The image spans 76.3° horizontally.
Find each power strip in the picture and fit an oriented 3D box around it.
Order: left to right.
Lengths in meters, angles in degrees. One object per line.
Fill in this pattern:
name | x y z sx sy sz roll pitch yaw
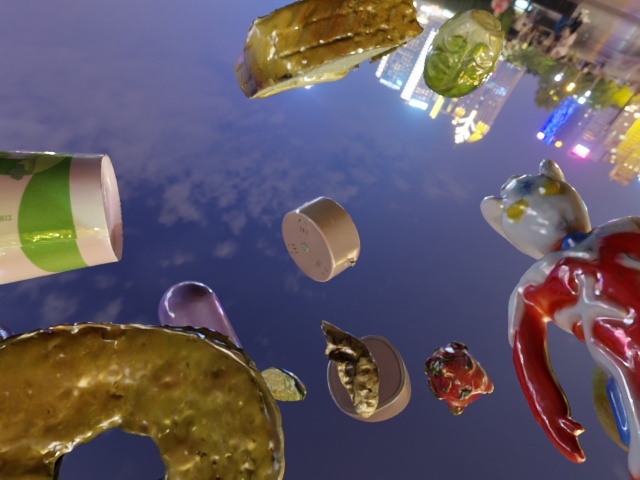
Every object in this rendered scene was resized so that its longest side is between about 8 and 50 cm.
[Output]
power strip | 0.000 0.000 0.776 0.078 0.154 0.154 -29 -122 -31

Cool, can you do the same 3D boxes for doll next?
doll | 0.221 0.057 0.279 0.099 0.188 0.384 47 -161 -30

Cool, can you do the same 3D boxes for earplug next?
earplug | -0.326 0.333 1.195 0.215 0.215 0.456 -29 -79 -52

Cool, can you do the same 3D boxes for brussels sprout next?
brussels sprout | 0.312 -0.401 0.889 0.161 0.180 0.144 23 -125 -23

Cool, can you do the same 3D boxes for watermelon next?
watermelon | -0.168 0.582 1.640 0.123 0.301 0.129 43 -130 -36

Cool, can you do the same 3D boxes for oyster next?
oyster | 0.088 0.349 1.153 0.294 0.094 0.166 55 -141 -22

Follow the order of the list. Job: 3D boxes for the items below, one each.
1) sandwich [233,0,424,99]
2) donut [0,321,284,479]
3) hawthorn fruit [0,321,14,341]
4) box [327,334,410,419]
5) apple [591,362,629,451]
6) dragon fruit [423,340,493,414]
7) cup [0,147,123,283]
sandwich | -0.010 -0.280 0.598 0.226 0.087 0.251 -23 -164 -12
donut | -0.168 0.184 0.334 0.272 0.107 0.272 3 -99 -19
hawthorn fruit | -0.880 0.323 1.019 0.267 0.268 0.301 31 -155 11
box | 0.195 0.538 1.539 0.301 0.216 0.301 -14 -132 16
apple | 0.637 0.285 0.726 0.257 0.234 0.257 6 -104 -24
dragon fruit | 0.409 0.438 1.290 0.200 0.269 0.198 15 -125 -7
cup | -0.484 -0.040 0.668 0.274 0.253 0.253 -5 -139 -18
